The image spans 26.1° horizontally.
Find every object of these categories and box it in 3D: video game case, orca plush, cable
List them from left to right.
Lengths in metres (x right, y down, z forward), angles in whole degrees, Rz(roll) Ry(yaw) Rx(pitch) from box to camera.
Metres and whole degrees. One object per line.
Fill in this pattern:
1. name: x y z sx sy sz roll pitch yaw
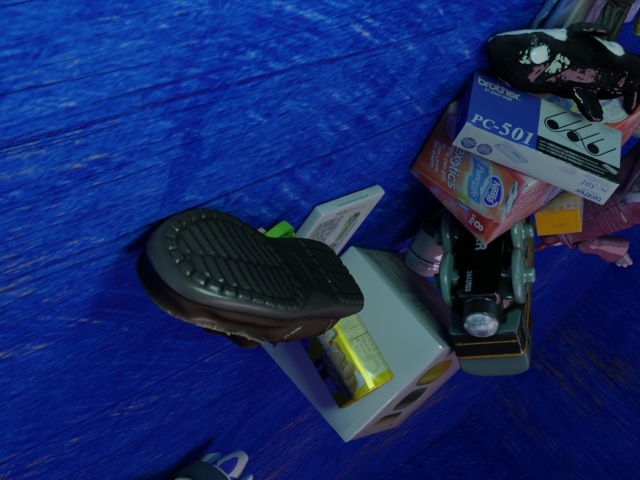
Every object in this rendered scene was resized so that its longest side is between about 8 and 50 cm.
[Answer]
1. video game case: 0.000 0.000 1.760 0.143 0.019 0.157 -22 155 -52
2. orca plush: 0.323 -0.184 1.711 0.151 0.102 0.287 -20 159 35
3. cable: 0.358 -0.315 1.688 0.139 0.072 0.287 -60 172 -12

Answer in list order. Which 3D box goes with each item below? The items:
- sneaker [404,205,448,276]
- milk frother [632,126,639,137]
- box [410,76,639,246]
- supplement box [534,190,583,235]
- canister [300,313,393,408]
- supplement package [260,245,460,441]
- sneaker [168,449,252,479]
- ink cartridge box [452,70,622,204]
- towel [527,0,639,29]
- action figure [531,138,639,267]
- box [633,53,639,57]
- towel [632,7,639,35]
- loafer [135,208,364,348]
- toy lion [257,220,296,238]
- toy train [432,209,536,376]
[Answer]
1. sneaker: 0.227 -0.018 2.143 0.258 0.094 0.091 -30 151 -54
2. milk frother: 0.450 -0.231 2.040 0.143 0.134 0.129 76 31 -76
3. box: 0.287 -0.140 1.848 0.300 0.154 0.142 -32 161 -37
4. supplement box: 0.330 -0.045 1.908 0.062 0.036 0.098 -6 -156 14
5. canister: 0.019 0.130 1.827 0.073 0.170 0.126 -28 172 -20
6. supplement package: 0.080 0.149 2.023 0.199 0.198 0.262 -45 164 12
7. sneaker: -0.211 0.397 2.146 0.236 0.130 0.323 -48 162 -18
8. ink cartridge box: 0.270 -0.126 1.705 0.046 0.207 0.097 120 -12 -48
9. towel: 0.371 -0.325 1.784 0.285 0.034 0.209 -29 159 -40
10. action figure: 0.522 -0.055 2.419 0.370 0.248 0.276 -30 -175 26
11. box: 0.463 -0.212 2.236 0.180 0.077 0.147 -49 163 23
12. towel: 0.431 -0.341 1.710 0.102 0.021 0.237 -62 170 -11
13. loafer: -0.081 0.067 1.471 0.130 0.134 0.366 -41 154 18
14. toy lion: -0.059 0.012 1.631 0.096 0.034 0.100 -37 165 -45
15. toy train: 0.243 0.032 1.954 0.334 0.142 0.190 -79 159 -46
